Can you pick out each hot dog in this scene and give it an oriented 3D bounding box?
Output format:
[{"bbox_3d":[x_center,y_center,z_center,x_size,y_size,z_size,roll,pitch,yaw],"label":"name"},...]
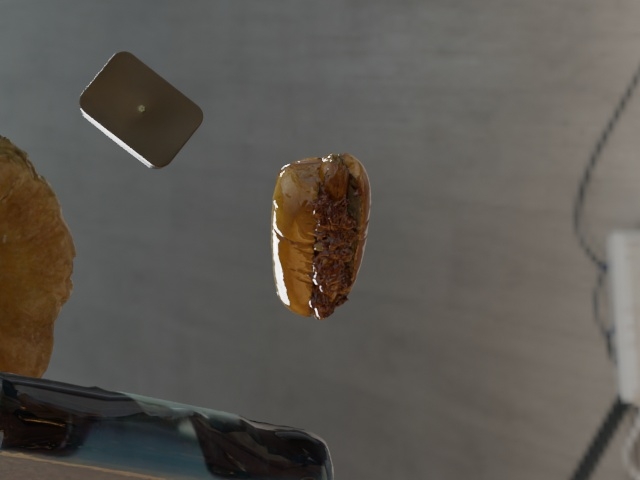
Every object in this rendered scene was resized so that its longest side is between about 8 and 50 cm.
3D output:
[{"bbox_3d":[0.000,0.000,1.817,0.249,0.102,0.076,96,161,-50],"label":"hot dog"}]

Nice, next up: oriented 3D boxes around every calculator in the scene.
[{"bbox_3d":[-0.126,0.140,1.035,0.173,0.293,0.051,-37,49,41],"label":"calculator"}]

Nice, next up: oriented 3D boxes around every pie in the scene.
[{"bbox_3d":[-0.388,0.040,1.878,0.083,0.339,0.339,-2,89,37],"label":"pie"}]

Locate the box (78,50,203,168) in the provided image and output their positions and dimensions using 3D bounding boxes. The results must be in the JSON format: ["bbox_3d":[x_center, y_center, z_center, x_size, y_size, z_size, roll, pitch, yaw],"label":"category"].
[{"bbox_3d":[-0.203,-0.144,2.011,0.091,0.126,0.031,-55,5,-18],"label":"box"}]
